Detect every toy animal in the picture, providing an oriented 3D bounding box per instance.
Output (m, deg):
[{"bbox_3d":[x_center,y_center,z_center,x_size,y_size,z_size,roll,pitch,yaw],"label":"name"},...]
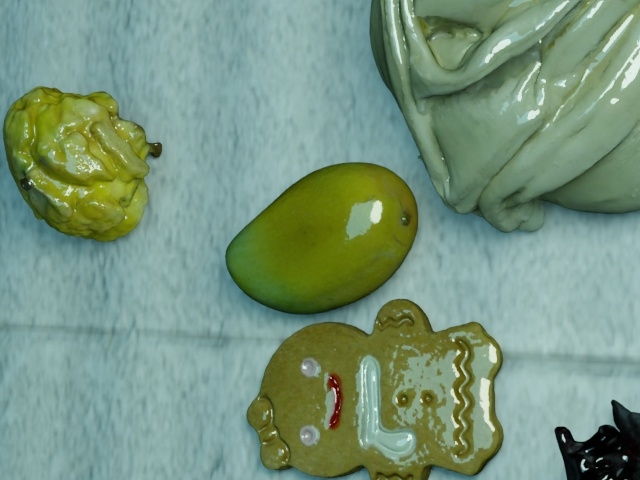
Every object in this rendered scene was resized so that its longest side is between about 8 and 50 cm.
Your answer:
[{"bbox_3d":[0.304,0.182,1.442,0.210,0.121,0.117,-8,34,7],"label":"toy animal"}]

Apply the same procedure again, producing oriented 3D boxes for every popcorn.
[{"bbox_3d":[-0.234,-0.075,1.682,0.148,0.152,0.167,-19,100,56],"label":"popcorn"}]

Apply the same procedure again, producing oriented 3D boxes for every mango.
[{"bbox_3d":[0.000,0.000,1.585,0.194,0.092,0.130,-13,79,27],"label":"mango"}]

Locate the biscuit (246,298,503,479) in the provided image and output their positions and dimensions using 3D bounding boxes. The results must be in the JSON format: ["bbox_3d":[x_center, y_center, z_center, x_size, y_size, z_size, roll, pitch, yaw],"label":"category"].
[{"bbox_3d":[0.047,0.144,1.576,0.249,0.035,0.184,-1,83,25],"label":"biscuit"}]

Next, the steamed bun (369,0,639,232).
[{"bbox_3d":[0.176,-0.179,1.457,0.309,0.219,0.324,-16,77,23],"label":"steamed bun"}]
